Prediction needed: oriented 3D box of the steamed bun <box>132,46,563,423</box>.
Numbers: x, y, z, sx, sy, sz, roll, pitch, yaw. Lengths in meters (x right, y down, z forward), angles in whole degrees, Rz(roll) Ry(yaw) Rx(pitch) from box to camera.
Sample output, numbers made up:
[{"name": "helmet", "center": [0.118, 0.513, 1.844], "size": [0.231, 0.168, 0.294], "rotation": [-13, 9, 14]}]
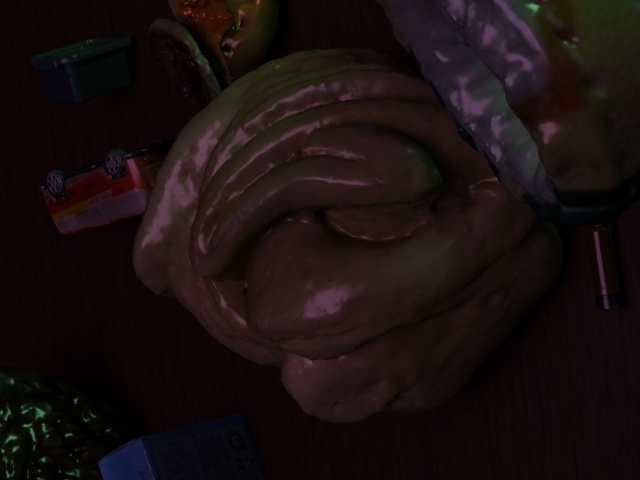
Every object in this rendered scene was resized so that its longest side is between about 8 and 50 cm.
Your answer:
[{"name": "steamed bun", "center": [0.003, -0.003, 1.227], "size": [0.372, 0.230, 0.325], "rotation": [26, 114, 35]}]

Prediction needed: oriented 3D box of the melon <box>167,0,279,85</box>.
[{"name": "melon", "center": [-0.103, -0.241, 1.390], "size": [0.128, 0.079, 0.160], "rotation": [22, 142, 58]}]

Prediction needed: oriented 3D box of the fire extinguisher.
[{"name": "fire extinguisher", "center": [0.231, 0.014, 1.154], "size": [0.028, 0.022, 0.083], "rotation": [166, 97, -78]}]

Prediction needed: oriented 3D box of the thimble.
[{"name": "thimble", "center": [0.158, -0.158, 1.003], "size": [0.167, 0.254, 0.288], "rotation": [-35, 67, -3]}]

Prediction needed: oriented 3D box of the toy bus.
[{"name": "toy bus", "center": [-0.218, -0.055, 1.517], "size": [0.174, 0.079, 0.077], "rotation": [-14, 94, 41]}]

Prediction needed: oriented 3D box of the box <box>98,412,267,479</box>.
[{"name": "box", "center": [-0.110, 0.300, 1.409], "size": [0.083, 0.142, 0.232], "rotation": [-34, 73, 39]}]

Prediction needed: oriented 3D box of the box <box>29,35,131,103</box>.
[{"name": "box", "center": [-0.251, -0.181, 1.520], "size": [0.074, 0.099, 0.054], "rotation": [3, 111, 42]}]

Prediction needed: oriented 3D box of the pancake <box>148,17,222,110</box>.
[{"name": "pancake", "center": [-0.130, -0.168, 1.422], "size": [0.129, 0.022, 0.116], "rotation": [46, 161, 29]}]

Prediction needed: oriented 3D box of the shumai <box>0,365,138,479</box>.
[{"name": "shumai", "center": [-0.361, 0.363, 1.561], "size": [0.395, 0.395, 0.348], "rotation": [63, 149, 18]}]
